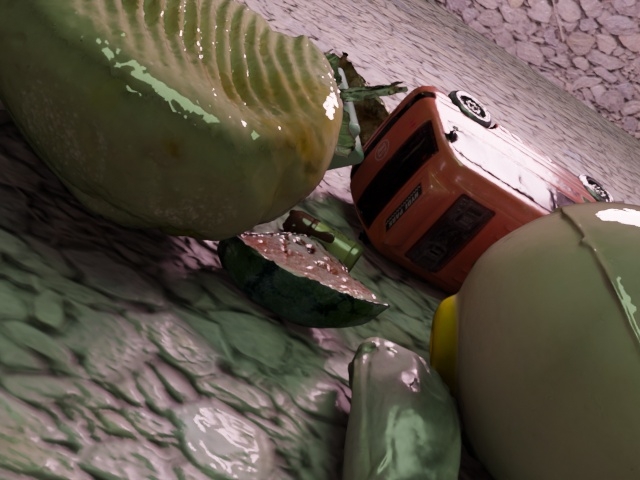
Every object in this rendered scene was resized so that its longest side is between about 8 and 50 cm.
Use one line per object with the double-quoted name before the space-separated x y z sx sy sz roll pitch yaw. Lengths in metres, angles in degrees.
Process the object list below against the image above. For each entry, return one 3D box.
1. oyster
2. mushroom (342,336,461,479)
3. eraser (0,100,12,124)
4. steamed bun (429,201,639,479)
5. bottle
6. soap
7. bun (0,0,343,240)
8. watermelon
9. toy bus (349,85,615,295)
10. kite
"oyster" 0.077 -0.230 1.370 0.166 0.094 0.294 40 11 -35
"mushroom" 0.069 0.215 0.635 0.109 0.097 0.351 20 34 -18
"eraser" -0.383 -0.171 0.804 0.150 0.023 0.104 39 28 6
"steamed bun" 0.280 0.123 0.761 0.334 0.334 0.374 40 12 9
"bottle" 0.001 -0.001 0.941 0.101 0.063 0.047 35 55 5
"soap" -0.009 -0.174 1.128 0.119 0.066 0.198 -12 35 3
"bun" -0.161 -0.131 0.776 0.365 0.219 0.365 23 29 -14
"watermelon" -0.021 0.040 0.840 0.187 0.071 0.139 25 21 -2
"toy bus" 0.255 -0.014 1.088 0.427 0.203 0.233 28 33 -19
"kite" -0.012 -0.187 1.079 0.268 0.013 0.322 -12 37 3
